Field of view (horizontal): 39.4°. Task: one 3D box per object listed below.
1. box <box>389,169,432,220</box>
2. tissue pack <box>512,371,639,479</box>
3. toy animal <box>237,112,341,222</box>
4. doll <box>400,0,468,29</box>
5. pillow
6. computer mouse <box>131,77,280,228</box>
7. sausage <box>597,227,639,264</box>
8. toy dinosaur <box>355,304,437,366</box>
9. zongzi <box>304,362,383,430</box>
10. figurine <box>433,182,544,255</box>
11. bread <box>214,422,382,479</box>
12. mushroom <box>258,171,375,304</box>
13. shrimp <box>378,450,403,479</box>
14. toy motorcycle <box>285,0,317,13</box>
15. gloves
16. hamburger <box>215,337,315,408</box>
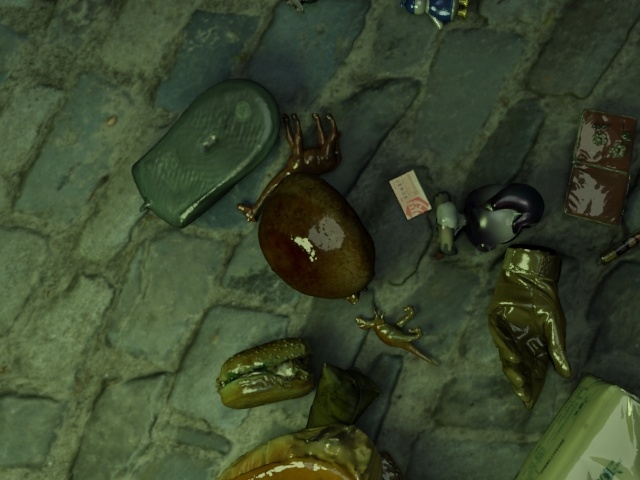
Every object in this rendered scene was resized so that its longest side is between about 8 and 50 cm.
[{"bbox_3d":[0.190,-0.096,1.887,0.058,0.015,0.093,-25,85,1],"label":"box"},{"bbox_3d":[0.509,0.462,1.702,0.207,0.297,0.380,34,92,7],"label":"tissue pack"},{"bbox_3d":[-0.067,-0.153,1.884,0.224,0.066,0.230,0,96,3],"label":"toy animal"},{"bbox_3d":[0.239,-0.495,1.881,0.142,0.058,0.099,4,108,5],"label":"doll"},{"bbox_3d":[0.580,-0.151,1.848,0.126,0.043,0.233,10,89,4],"label":"pillow"},{"bbox_3d":[-0.234,-0.179,1.869,0.371,0.122,0.188,-40,83,8],"label":"computer mouse"},{"bbox_3d":[0.656,-0.007,1.846,0.198,0.025,0.028,-32,83,3],"label":"sausage"},{"bbox_3d":[0.156,0.210,1.869,0.126,0.039,0.162,-22,91,13],"label":"toy dinosaur"},{"bbox_3d":[0.004,0.343,1.792,0.094,0.204,0.205,38,93,32],"label":"zongzi"},{"bbox_3d":[0.341,-0.058,1.817,0.222,0.145,0.145,-8,87,5],"label":"figurine"},{"bbox_3d":[-0.055,0.515,1.756,0.388,0.183,0.236,-30,104,22],"label":"bread"},{"bbox_3d":[-0.002,0.013,1.789,0.283,0.263,0.195,44,62,-26],"label":"mushroom"},{"bbox_3d":[0.074,0.549,1.851,0.173,0.058,0.253,28,89,12],"label":"shrimp"},{"bbox_3d":[-0.098,-0.562,1.893,0.213,0.082,0.122,40,90,6],"label":"toy motorcycle"},{"bbox_3d":[0.417,0.173,1.799,0.154,0.141,0.331,12,78,-21],"label":"gloves"},{"bbox_3d":[-0.116,0.270,1.811,0.215,0.189,0.122,-15,77,5],"label":"hamburger"}]
